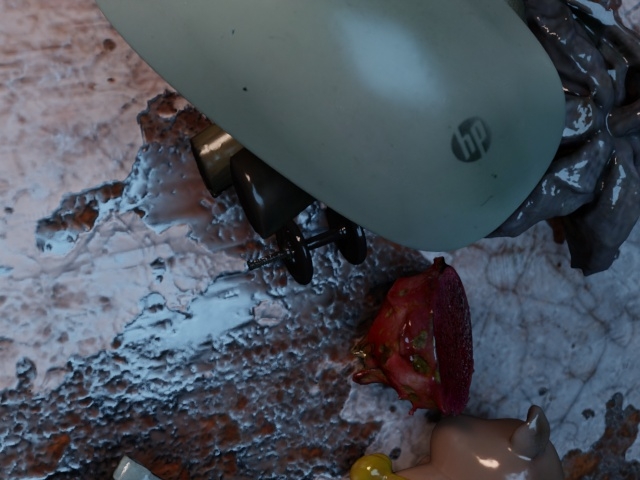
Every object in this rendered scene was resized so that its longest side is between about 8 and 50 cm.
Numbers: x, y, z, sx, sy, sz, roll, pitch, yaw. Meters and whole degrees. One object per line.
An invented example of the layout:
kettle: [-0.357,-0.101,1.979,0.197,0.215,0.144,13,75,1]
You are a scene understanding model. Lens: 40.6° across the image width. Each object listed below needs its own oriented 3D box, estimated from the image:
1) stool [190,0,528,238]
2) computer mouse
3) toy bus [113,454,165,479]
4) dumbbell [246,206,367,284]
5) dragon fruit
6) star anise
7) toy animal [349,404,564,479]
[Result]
stool: [-0.018,-0.191,0.657,0.226,0.310,0.310,-23,105,-12]
computer mouse: [0.014,-0.108,0.483,0.288,0.097,0.159,38,96,-17]
toy bus: [-0.067,0.324,0.711,0.312,0.152,0.190,30,71,2]
dumbbell: [0.000,0.000,0.809,0.147,0.069,0.069,-20,103,-18]
dragon fruit: [0.081,0.094,0.845,0.111,0.153,0.153,-5,101,20]
star anise: [0.253,-0.115,0.860,0.359,0.139,0.316,-8,93,-21]
toy animal: [0.126,0.267,0.858,0.248,0.149,0.165,-32,122,-4]
